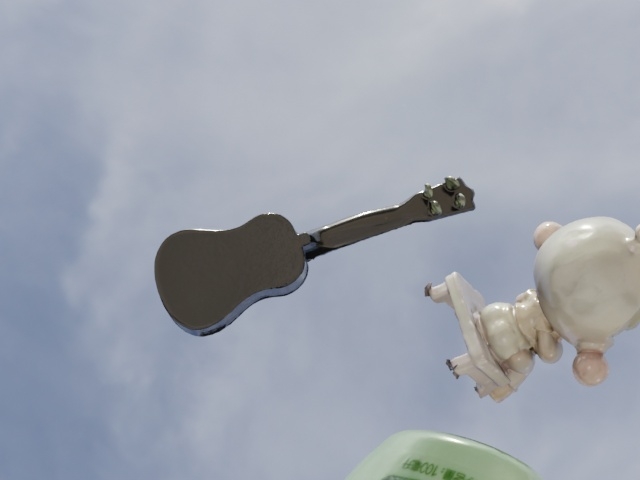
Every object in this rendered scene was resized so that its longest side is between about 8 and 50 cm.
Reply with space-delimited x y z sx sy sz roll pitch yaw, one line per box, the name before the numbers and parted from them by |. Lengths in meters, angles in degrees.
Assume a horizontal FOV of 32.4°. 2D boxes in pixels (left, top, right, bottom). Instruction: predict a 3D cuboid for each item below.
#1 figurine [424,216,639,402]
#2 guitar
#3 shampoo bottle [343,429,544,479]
figurine | 0.248 0.056 1.159 0.256 0.182 0.144 -36 -70 24
guitar | 0.001 -0.001 0.878 0.271 0.038 0.084 -19 -104 -7
shampoo bottle | 0.049 0.323 0.867 0.221 0.349 0.151 12 -42 33
